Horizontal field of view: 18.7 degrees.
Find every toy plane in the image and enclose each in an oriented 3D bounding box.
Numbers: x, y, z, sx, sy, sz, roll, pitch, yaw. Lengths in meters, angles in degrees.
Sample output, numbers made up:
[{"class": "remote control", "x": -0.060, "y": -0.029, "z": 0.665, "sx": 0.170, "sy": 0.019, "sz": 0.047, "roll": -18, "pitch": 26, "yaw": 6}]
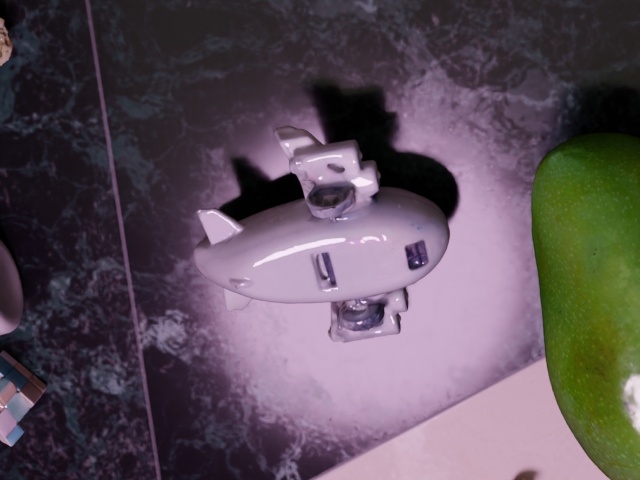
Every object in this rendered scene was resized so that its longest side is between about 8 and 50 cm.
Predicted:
[{"class": "toy plane", "x": 0.000, "y": 0.000, "z": 1.820, "sx": 0.244, "sy": 0.117, "sz": 0.245, "roll": 2, "pitch": 125, "yaw": 2}]

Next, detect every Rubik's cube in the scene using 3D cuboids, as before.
[{"class": "Rubik's cube", "x": -0.325, "y": 0.164, "z": 1.945, "sx": 0.075, "sy": 0.073, "sz": 0.084, "roll": 24, "pitch": 109, "yaw": 1}]

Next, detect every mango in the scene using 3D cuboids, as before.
[{"class": "mango", "x": 0.303, "y": 0.078, "z": 1.749, "sx": 0.225, "sy": 0.201, "sz": 0.382, "roll": -22, "pitch": 101, "yaw": 26}]

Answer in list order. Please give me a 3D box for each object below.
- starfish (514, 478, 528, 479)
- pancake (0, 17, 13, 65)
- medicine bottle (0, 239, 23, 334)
[{"class": "starfish", "x": 0.189, "y": 0.414, "z": 1.939, "sx": 0.375, "sy": 0.094, "sz": 0.327, "roll": 29, "pitch": 109, "yaw": -7}, {"class": "pancake", "x": -0.415, "y": -0.231, "z": 1.813, "sx": 0.266, "sy": 0.057, "sz": 0.244, "roll": 15, "pitch": 124, "yaw": 3}, {"class": "medicine bottle", "x": -0.394, "y": 0.062, "z": 1.906, "sx": 0.186, "sy": 0.103, "sz": 0.103, "roll": -15, "pitch": 106, "yaw": 13}]
